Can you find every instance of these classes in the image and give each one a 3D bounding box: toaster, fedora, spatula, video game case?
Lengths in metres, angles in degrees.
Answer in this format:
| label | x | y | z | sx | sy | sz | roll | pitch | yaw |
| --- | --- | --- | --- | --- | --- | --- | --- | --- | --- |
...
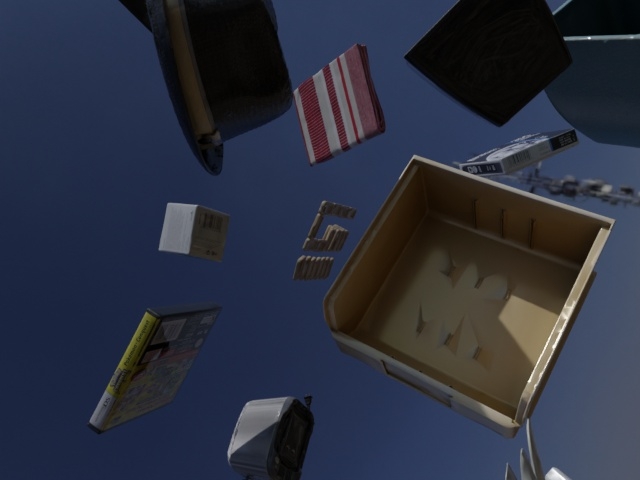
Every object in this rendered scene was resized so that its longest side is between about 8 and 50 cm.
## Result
| label | x | y | z | sx | sy | sz | roll | pitch | yaw |
| --- | --- | --- | --- | --- | --- | --- | --- | --- | --- |
| toaster | -0.113 | 0.450 | 1.388 | 0.129 | 0.146 | 0.227 | 52 | -139 | -38 |
| fedora | -0.126 | -0.255 | 0.845 | 0.334 | 0.152 | 0.334 | 168 | 90 | -88 |
| spatula | 0.209 | 0.307 | 0.558 | 0.168 | 0.019 | 0.242 | -6 | -96 | -69 |
| video game case | -0.319 | 0.241 | 1.215 | 0.248 | 0.035 | 0.275 | -62 | -14 | 5 |

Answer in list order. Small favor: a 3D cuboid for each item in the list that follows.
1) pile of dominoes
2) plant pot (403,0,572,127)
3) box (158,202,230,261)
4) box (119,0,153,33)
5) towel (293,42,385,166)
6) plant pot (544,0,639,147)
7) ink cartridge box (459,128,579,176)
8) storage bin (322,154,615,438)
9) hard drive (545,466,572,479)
| label | x | y | z | sx | sy | sz | roll | pitch | yaw |
| --- | --- | --- | --- | --- | --- | --- | --- | --- | --- |
| pile of dominoes | 0.000 | 0.000 | 1.421 | 0.196 | 0.040 | 0.251 | -65 | -19 | 7 |
| plant pot | 0.246 | -0.267 | 0.877 | 0.187 | 0.167 | 0.188 | -43 | 4 | 15 |
| box | -0.252 | -0.016 | 1.218 | 0.101 | 0.087 | 0.102 | 19 | -100 | -57 |
| box | -0.303 | -0.533 | 1.159 | 0.220 | 0.051 | 0.175 | -43 | -68 | 7 |
| towel | 0.043 | -0.355 | 1.648 | 0.037 | 0.329 | 0.237 | -11 | -94 | -35 |
| plant pot | 0.550 | -0.302 | 1.049 | 0.248 | 0.247 | 0.252 | -41 | -60 | -15 |
| ink cartridge box | 0.421 | -0.190 | 1.352 | 0.206 | 0.208 | 0.045 | -23 | -80 | -19 |
| storage bin | 0.178 | 0.062 | 0.760 | 0.260 | 0.262 | 0.123 | -56 | -29 | -20 |
| hard drive | 0.580 | 0.568 | 1.130 | 0.203 | 0.307 | 0.040 | 40 | -91 | -30 |
